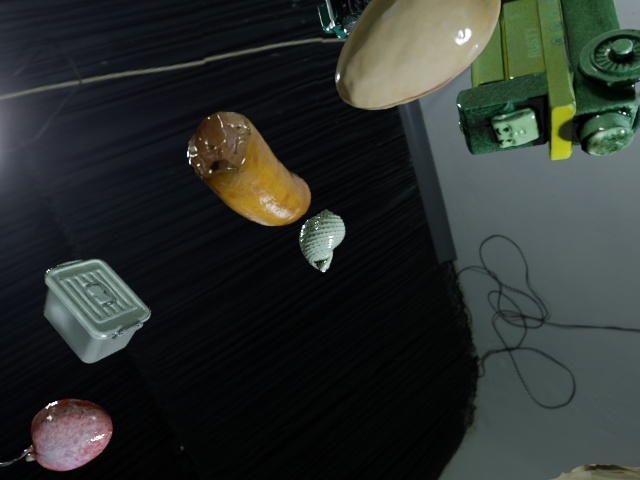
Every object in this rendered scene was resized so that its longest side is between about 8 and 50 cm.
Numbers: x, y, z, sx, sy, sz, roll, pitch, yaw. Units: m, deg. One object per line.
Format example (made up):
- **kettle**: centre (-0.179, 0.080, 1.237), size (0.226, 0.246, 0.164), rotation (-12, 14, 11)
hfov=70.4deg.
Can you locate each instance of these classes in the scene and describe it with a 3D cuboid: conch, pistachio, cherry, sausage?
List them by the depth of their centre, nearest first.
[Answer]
- **pistachio**: centre (0.095, -0.214, 0.481), size (0.186, 0.108, 0.126), rotation (-29, 85, 26)
- **sausage**: centre (-0.086, -0.082, 0.657), size (0.109, 0.109, 0.270), rotation (49, -176, 18)
- **cherry**: centre (-0.426, 0.298, 0.692), size (0.090, 0.226, 0.106), rotation (-93, -4, -64)
- **conch**: centre (-0.007, -0.007, 1.502), size (0.131, 0.199, 0.172), rotation (33, 156, -28)

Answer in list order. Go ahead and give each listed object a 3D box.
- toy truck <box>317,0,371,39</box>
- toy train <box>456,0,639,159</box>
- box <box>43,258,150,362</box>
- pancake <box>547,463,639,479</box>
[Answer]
- **toy truck**: centre (0.091, -0.499, 0.986), size (0.116, 0.216, 0.110), rotation (0, 107, 61)
- **toy train**: centre (0.341, -0.290, 0.690), size (0.254, 0.396, 0.160), rotation (-4, 152, 23)
- **box**: centre (-0.561, 0.175, 1.118), size (0.243, 0.163, 0.135), rotation (41, 118, 13)
- **pancake**: centre (0.198, 0.296, 0.243), size (0.356, 0.356, 0.065), rotation (50, -169, 16)
